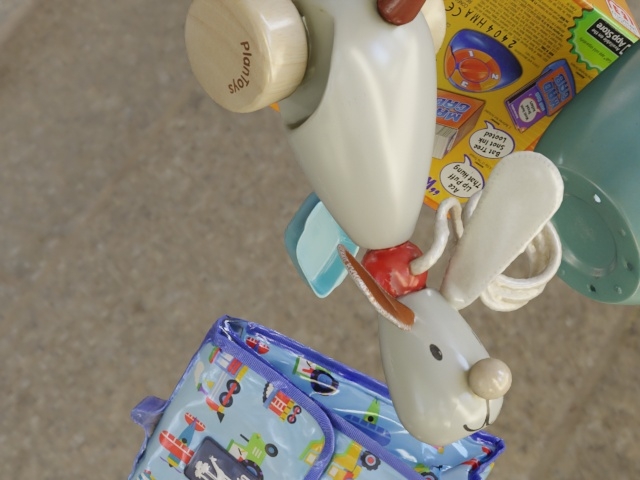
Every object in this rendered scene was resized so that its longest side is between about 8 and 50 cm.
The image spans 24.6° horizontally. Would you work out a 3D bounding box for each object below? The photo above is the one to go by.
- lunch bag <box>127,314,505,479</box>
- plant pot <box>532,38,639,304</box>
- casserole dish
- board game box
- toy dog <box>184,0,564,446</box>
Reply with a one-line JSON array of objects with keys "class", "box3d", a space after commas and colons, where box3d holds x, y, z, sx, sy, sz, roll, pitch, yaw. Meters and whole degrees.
[{"class": "lunch bag", "box3d": [-0.028, 0.208, 1.264, 0.221, 0.293, 0.138, -62, -4, 26]}, {"class": "plant pot", "box3d": [0.374, -0.062, 1.694, 0.235, 0.293, 0.293, -33, 38, -25]}, {"class": "casserole dish", "box3d": [0.000, 0.000, 1.974, 0.037, 0.188, 0.114, 26, 71, 27]}, {"class": "board game box", "box3d": [0.143, -0.320, 1.947, 0.356, 0.356, 0.356, -44, 33, 26]}, {"class": "toy dog", "box3d": [0.062, -0.046, 0.916, 0.220, 0.333, 0.161, -47, 17, -31]}]
